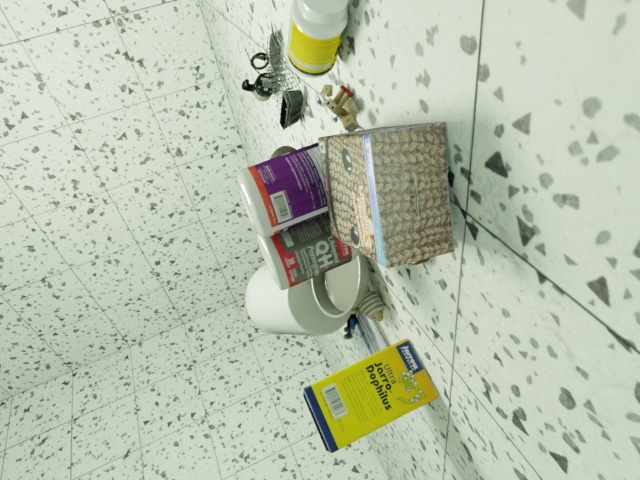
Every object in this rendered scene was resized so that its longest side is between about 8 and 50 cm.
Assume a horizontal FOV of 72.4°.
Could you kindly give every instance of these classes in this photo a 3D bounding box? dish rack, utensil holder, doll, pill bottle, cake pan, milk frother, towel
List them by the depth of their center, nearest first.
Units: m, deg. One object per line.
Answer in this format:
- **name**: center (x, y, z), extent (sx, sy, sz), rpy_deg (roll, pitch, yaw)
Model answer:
- **pill bottle**: center (-0.007, -0.452, 0.927), extent (0.208, 0.119, 0.119), rpy_deg (127, 120, -76)
- **pill bottle**: center (-0.037, -0.143, 1.115), extent (0.181, 0.322, 0.182), rpy_deg (158, 90, -78)
- **pill bottle**: center (0.000, 0.000, 1.217), extent (0.176, 0.318, 0.176), rpy_deg (157, 90, -78)
- **dish rack**: center (-0.136, -0.532, 1.457), extent (0.208, 0.074, 0.272), rpy_deg (131, 116, -76)
- **cake pan**: center (0.064, 0.113, 1.477), extent (0.293, 0.054, 0.293), rpy_deg (-10, 77, 56)
- **milk frother**: center (-0.224, -0.622, 1.671), extent (0.143, 0.129, 0.135), rpy_deg (-68, 18, 1)
- **towel**: center (0.198, 0.365, 1.697), extent (0.285, 0.034, 0.209), rpy_deg (97, 149, -67)
- **doll**: center (0.127, 0.335, 1.810), extent (0.129, 0.046, 0.189), rpy_deg (-87, 2, -47)
- **utensil holder**: center (-0.088, 0.235, 1.814), extent (0.385, 0.327, 0.328), rpy_deg (-13, 99, 58)

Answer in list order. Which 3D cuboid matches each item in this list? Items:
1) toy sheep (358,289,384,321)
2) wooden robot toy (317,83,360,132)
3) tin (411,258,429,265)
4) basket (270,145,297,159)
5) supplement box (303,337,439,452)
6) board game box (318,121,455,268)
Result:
- **toy sheep**: center (0.164, 0.209, 1.439), extent (0.132, 0.091, 0.091), rpy_deg (55, 164, 26)
- **wooden robot toy**: center (0.062, -0.316, 1.058), extent (0.079, 0.076, 0.173), rpy_deg (28, -157, -47)
- **tin**: center (0.196, -0.005, 1.041), extent (0.106, 0.040, 0.189), rpy_deg (68, 169, -21)
- **basket**: center (-0.079, -0.226, 1.591), extent (0.227, 0.154, 0.204), rpy_deg (41, 149, 58)
- **supplement box**: center (0.144, 0.478, 1.348), extent (0.194, 0.356, 0.195), rpy_deg (94, 151, -66)
- **board game box**: center (0.117, -0.103, 0.871), extent (0.291, 0.141, 0.232), rpy_deg (-147, 46, -69)
